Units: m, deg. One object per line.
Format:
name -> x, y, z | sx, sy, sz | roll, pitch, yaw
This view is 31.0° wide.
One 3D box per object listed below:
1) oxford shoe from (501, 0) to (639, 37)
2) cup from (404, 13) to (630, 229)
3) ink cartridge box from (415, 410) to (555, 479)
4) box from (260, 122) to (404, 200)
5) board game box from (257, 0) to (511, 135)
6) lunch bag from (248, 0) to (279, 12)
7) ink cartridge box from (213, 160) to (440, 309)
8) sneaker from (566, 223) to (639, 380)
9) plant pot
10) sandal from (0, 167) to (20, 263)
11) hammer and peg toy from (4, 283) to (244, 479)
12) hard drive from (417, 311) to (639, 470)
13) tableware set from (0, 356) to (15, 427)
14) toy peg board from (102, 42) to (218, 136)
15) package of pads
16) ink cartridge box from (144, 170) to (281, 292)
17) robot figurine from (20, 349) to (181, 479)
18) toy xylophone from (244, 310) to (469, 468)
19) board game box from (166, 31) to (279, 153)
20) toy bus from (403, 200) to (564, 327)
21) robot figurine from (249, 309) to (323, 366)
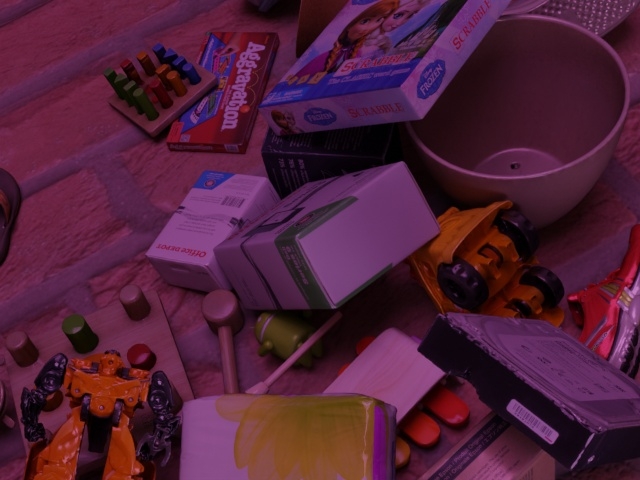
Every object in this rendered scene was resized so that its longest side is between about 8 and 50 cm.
oxford shoe -> 0.352, -0.344, 1.989 | 0.449, 0.169, 0.130 | -33, 9, -4
cup -> 0.301, -0.146, 1.768 | 0.331, 0.237, 0.331 | -6, 51, 8
ink cartridge box -> 0.196, 0.331, 1.424 | 0.193, 0.235, 0.088 | -40, 56, -19
box -> 0.025, -0.127, 1.868 | 0.207, 0.153, 0.108 | 4, 53, 14
board game box -> 0.104, -0.296, 1.758 | 0.318, 0.066, 0.318 | -1, 44, 48
lunch bag -> -0.061, -0.581, 2.201 | 0.108, 0.224, 0.279 | 31, 57, -7
ink cartridge box -> 0.000, 0.000, 1.684 | 0.211, 0.121, 0.289 | -36, 13, -26
sneaker -> 0.416, 0.080, 1.657 | 0.118, 0.107, 0.279 | 10, 55, 26
plant pot -> 0.100, -0.419, 2.054 | 0.254, 0.237, 0.237 | 11, 55, 1
sandal -> -0.576, -0.048, 1.996 | 0.090, 0.060, 0.219 | -6, 52, 8
hammer and peg toy -> -0.274, 0.196, 1.700 | 0.361, 0.127, 0.266 | -21, 52, -4
hard drive -> 0.296, 0.179, 1.427 | 0.237, 0.339, 0.064 | 38, 105, 32
tableware set -> -0.540, 0.250, 1.749 | 0.194, 0.039, 0.128 | -10, 67, 31
toy peg board -> -0.300, -0.293, 2.090 | 0.160, 0.079, 0.161 | -43, 48, -12
package of pads -> -0.047, 0.311, 1.497 | 0.296, 0.101, 0.229 | -6, 73, 26
ink cartridge box -> -0.168, -0.015, 1.852 | 0.139, 0.082, 0.191 | 9, 55, 37
robot figurine -> -0.306, 0.286, 1.547 | 0.211, 0.085, 0.291 | 12, 93, -8
toy xylophone -> 0.044, 0.234, 1.630 | 0.322, 0.081, 0.236 | -36, 55, -16
board game box -> -0.174, -0.275, 2.105 | 0.145, 0.027, 0.281 | 4, 54, 14
toy bus -> 0.219, 0.061, 1.683 | 0.149, 0.220, 0.211 | -42, 23, -26
robot figurine -> -0.050, 0.143, 1.730 | 0.115, 0.067, 0.101 | 29, 54, 30
